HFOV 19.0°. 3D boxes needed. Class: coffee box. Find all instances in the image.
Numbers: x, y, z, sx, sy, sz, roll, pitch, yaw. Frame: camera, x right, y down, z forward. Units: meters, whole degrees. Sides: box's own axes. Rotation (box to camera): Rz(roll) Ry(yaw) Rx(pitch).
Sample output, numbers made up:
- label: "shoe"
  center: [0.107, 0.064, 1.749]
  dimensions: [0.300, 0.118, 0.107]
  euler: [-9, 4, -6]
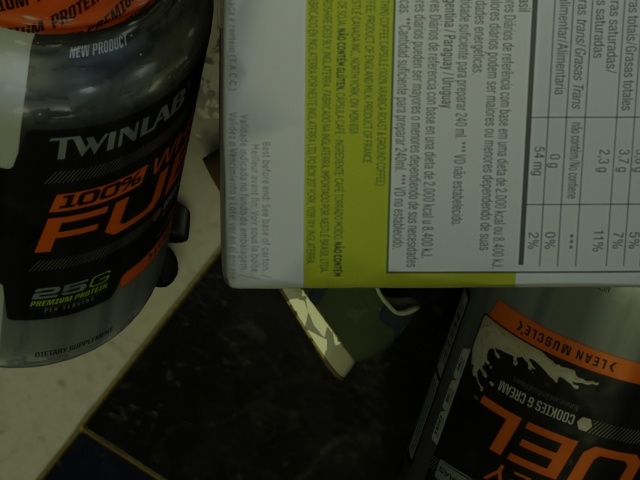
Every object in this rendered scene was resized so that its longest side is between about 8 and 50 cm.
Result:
- label: "coffee box"
  center: [0.106, -0.183, 1.125]
  dimensions: [0.334, 0.338, 0.338]
  euler: [-1, 109, -3]

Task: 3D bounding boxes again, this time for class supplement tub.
- label: "supplement tub"
  center: [-0.177, -0.091, 1.146]
  dimensions: [0.207, 0.207, 0.338]
  euler: [9, 143, -6]
- label: "supplement tub"
  center: [0.169, 0.119, 1.319]
  dimensions: [0.193, 0.193, 0.316]
  euler: [14, 110, -8]

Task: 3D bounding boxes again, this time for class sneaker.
- label: "sneaker"
  center: [0.000, 0.000, 1.340]
  dimensions: [0.086, 0.064, 0.192]
  euler: [-31, 109, 1]

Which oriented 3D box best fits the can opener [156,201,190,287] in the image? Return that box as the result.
- label: "can opener"
  center: [-0.186, -0.006, 1.336]
  dimensions: [0.186, 0.073, 0.059]
  euler: [10, 149, -3]
